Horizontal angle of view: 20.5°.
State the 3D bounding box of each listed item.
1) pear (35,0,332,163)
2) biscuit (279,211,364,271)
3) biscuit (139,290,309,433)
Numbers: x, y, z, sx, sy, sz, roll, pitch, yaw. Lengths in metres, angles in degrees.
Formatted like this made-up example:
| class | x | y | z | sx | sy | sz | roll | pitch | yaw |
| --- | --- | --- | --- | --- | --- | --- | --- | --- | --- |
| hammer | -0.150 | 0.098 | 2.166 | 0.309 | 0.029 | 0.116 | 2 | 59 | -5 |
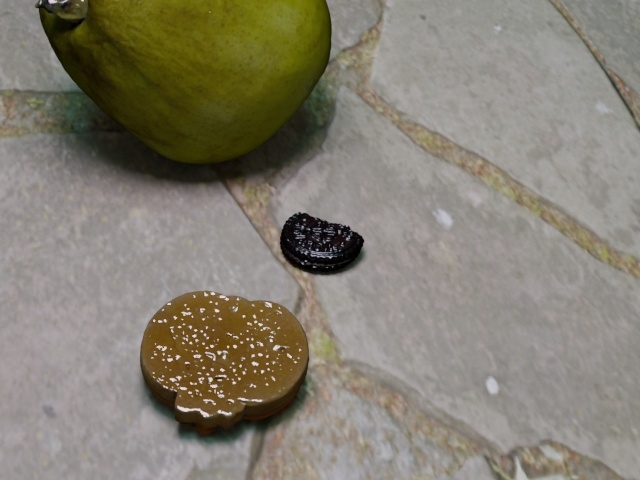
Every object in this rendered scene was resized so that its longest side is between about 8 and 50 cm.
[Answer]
| class | x | y | z | sx | sy | sz | roll | pitch | yaw |
| --- | --- | --- | --- | --- | --- | --- | --- | --- | --- |
| pear | -0.164 | -0.239 | 1.979 | 0.375 | 0.287 | 0.287 | 5 | 30 | -45 |
| biscuit | 0.000 | 0.000 | 1.926 | 0.087 | 0.027 | 0.089 | -17 | 44 | -21 |
| biscuit | -0.098 | 0.127 | 1.758 | 0.170 | 0.050 | 0.170 | 3 | 49 | -3 |
